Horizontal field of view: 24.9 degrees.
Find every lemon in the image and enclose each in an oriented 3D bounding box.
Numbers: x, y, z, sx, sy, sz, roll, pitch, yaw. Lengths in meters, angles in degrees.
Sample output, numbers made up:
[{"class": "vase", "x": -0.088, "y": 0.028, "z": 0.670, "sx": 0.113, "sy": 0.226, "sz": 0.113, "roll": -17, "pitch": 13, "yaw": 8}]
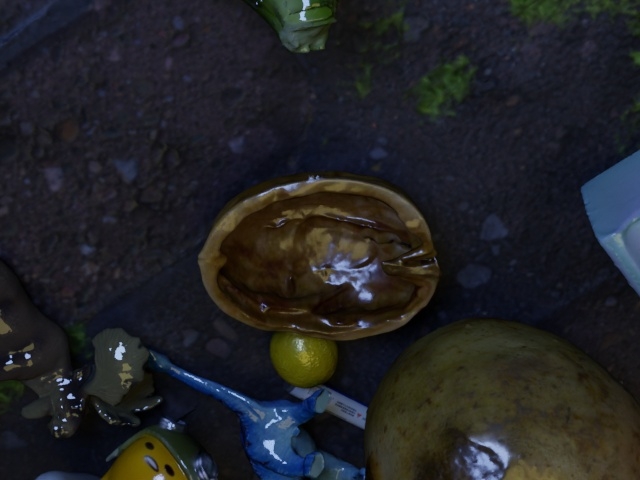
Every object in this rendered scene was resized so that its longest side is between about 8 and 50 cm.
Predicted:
[{"class": "lemon", "x": -0.016, "y": 0.100, "z": 1.330, "sx": 0.062, "sy": 0.062, "sz": 0.083, "roll": -16, "pitch": 120, "yaw": 0}]

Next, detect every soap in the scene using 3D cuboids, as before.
[{"class": "soap", "x": 0.333, "y": 0.029, "z": 1.305, "sx": 0.091, "sy": 0.145, "sz": 0.230, "roll": -31, "pitch": 115, "yaw": 19}]

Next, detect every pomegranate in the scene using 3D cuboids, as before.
[{"class": "pomegranate", "x": 0.164, "y": 0.206, "z": 1.299, "sx": 0.281, "sy": 0.281, "sz": 0.281, "roll": -4, "pitch": 119, "yaw": -7}]

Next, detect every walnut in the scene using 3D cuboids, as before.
[{"class": "walnut", "x": -0.002, "y": -0.001, "z": 1.261, "sx": 0.211, "sy": 0.087, "sz": 0.167, "roll": 6, "pitch": 125, "yaw": -10}]

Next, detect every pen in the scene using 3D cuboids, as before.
[{"class": "pen", "x": 0.053, "y": 0.175, "z": 1.406, "sx": 0.204, "sy": 0.025, "sz": 0.025, "roll": 28, "pitch": 111, "yaw": -23}]

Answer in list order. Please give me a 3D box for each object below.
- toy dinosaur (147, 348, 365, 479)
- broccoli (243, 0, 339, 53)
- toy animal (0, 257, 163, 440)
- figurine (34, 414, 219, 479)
[{"class": "toy dinosaur", "x": -0.024, "y": 0.205, "z": 1.363, "sx": 0.144, "sy": 0.076, "sz": 0.329, "roll": -8, "pitch": 134, "yaw": 46}, {"class": "broccoli", "x": -0.106, "y": -0.248, "z": 0.991, "sx": 0.198, "sy": 0.275, "sz": 0.177, "roll": 2, "pitch": 140, "yaw": -46}, {"class": "toy animal", "x": -0.251, "y": 0.101, "z": 1.278, "sx": 0.186, "sy": 0.094, "sz": 0.214, "roll": -27, "pitch": 112, "yaw": -3}, {"class": "figurine", "x": -0.138, "y": 0.244, "z": 1.349, "sx": 0.141, "sy": 0.166, "sz": 0.250, "roll": -45, "pitch": 146, "yaw": 3}]
